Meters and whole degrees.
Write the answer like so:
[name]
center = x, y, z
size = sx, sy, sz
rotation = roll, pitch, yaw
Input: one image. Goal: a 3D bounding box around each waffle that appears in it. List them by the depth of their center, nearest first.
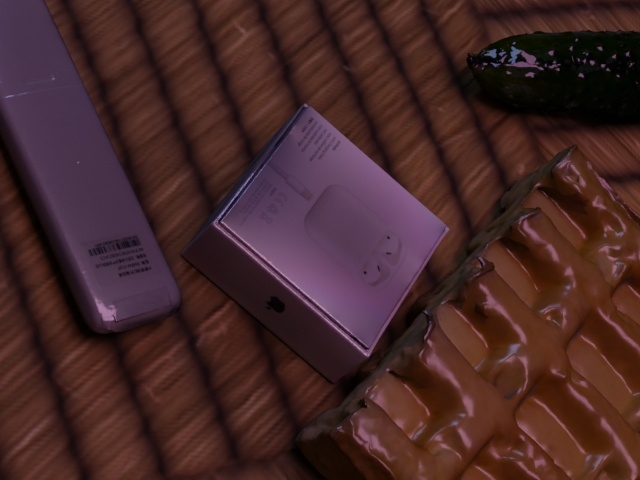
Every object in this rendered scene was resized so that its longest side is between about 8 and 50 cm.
[waffle]
center = 0.177, 0.136, 1.150
size = 0.304, 0.077, 0.348
rotation = 48, 49, -2

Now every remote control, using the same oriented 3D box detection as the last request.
[remote control]
center = -0.164, -0.060, 1.075
size = 0.067, 0.029, 0.261
rotation = -15, 71, -38

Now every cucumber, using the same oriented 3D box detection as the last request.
[cucumber]
center = 0.204, -0.128, 1.329
size = 0.227, 0.069, 0.069
rotation = -1, 65, -29

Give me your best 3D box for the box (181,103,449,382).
[box]
center = 0.000, 0.000, 1.129
size = 0.129, 0.051, 0.130
rotation = 41, 50, -7
